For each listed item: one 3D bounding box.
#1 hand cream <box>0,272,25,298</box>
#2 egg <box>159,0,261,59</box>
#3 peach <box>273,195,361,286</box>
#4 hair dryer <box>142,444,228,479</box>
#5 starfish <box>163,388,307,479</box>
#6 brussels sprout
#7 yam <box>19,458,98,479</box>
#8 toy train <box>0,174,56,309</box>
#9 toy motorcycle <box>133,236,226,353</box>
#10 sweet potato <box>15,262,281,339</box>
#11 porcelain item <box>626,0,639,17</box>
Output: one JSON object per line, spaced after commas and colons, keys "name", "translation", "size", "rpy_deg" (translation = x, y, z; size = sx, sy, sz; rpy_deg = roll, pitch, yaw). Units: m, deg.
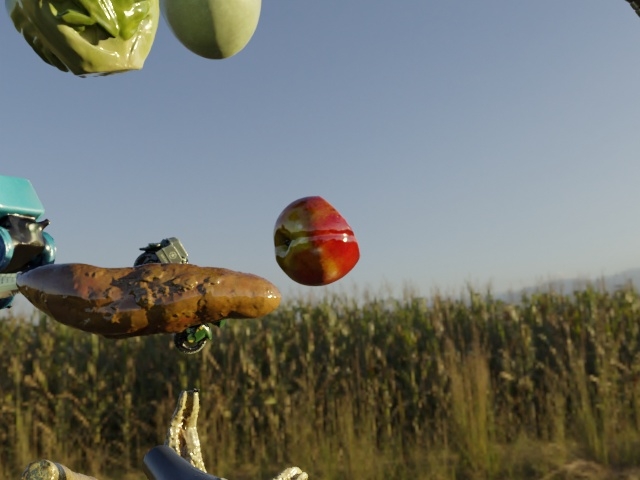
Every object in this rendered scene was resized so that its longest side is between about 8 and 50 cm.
{"name": "hand cream", "translation": [-0.629, 0.087, 1.410], "size": [0.331, 0.058, 0.085], "rpy_deg": [-12, 7, -11]}
{"name": "egg", "translation": [-0.271, -0.614, 1.896], "size": [0.258, 0.352, 0.258], "rpy_deg": [-10, 6, 1]}
{"name": "peach", "translation": [0.000, 0.000, 1.624], "size": [0.192, 0.190, 0.190], "rpy_deg": [-11, -2, -37]}
{"name": "hair dryer", "translation": [-0.076, 0.337, 0.949], "size": [0.271, 0.091, 0.235], "rpy_deg": [29, -5, -36]}
{"name": "starfish", "translation": [-0.250, 0.471, 1.470], "size": [0.432, 0.324, 0.082], "rpy_deg": [-36, 7, -30]}
{"name": "brussels sprout", "translation": [-0.466, -0.484, 1.561], "size": [0.328, 0.328, 0.247], "rpy_deg": [0, 9, -25]}
{"name": "yam", "translation": [-0.514, 0.500, 1.598], "size": [0.081, 0.081, 0.357], "rpy_deg": [-3, -21, -1]}
{"name": "toy train", "translation": [-0.758, 0.001, 1.777], "size": [0.300, 0.265, 0.188], "rpy_deg": [-38, -18, 18]}
{"name": "toy motorcycle", "translation": [-0.302, 0.110, 1.804], "size": [0.187, 0.275, 0.125], "rpy_deg": [-33, 14, -17]}
{"name": "sweet potato", "translation": [-0.229, 0.077, 0.996], "size": [0.354, 0.095, 0.106], "rpy_deg": [3, 22, 2]}
{"name": "porcelain item", "translation": [0.550, -0.449, 1.378], "size": [0.213, 0.084, 0.054], "rpy_deg": [34, -3, -20]}
